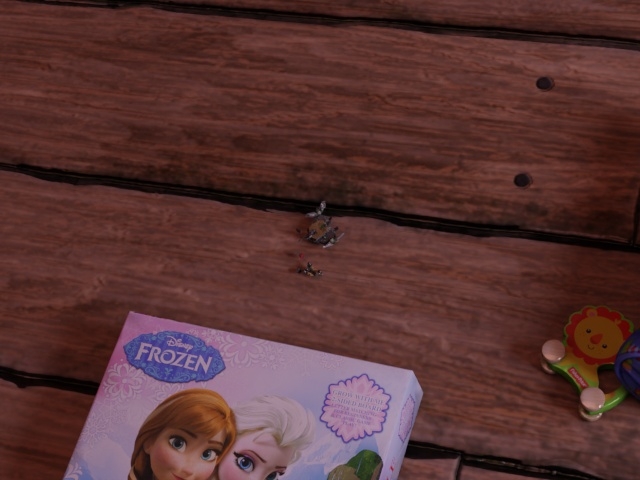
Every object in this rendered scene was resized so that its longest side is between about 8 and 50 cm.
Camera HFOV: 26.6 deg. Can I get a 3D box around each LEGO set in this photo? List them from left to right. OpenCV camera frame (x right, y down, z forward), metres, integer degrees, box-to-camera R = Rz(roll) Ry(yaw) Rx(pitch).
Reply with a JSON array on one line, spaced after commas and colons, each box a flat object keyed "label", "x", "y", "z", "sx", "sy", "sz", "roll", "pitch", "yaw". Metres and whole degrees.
[{"label": "LEGO set", "x": -0.003, "y": 0.001, "z": 1.460, "sx": 0.054, "sy": 0.023, "sz": 0.083, "roll": 25, "pitch": 84, "yaw": 27}]

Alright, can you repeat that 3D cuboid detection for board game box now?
[{"label": "board game box", "x": -0.095, "y": 0.248, "z": 1.321, "sx": 0.318, "sy": 0.066, "sz": 0.318, "roll": 10, "pitch": 65, "yaw": 19}]

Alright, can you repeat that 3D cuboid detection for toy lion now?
[{"label": "toy lion", "x": 0.271, "y": 0.113, "z": 1.321, "sx": 0.096, "sy": 0.034, "sz": 0.100, "roll": -30, "pitch": 59, "yaw": -11}]

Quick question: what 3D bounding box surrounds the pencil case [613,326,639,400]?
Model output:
[{"label": "pencil case", "x": 0.376, "y": 0.015, "z": 1.282, "sx": 0.119, "sy": 0.133, "sz": 0.306, "roll": 8, "pitch": 65, "yaw": 35}]
